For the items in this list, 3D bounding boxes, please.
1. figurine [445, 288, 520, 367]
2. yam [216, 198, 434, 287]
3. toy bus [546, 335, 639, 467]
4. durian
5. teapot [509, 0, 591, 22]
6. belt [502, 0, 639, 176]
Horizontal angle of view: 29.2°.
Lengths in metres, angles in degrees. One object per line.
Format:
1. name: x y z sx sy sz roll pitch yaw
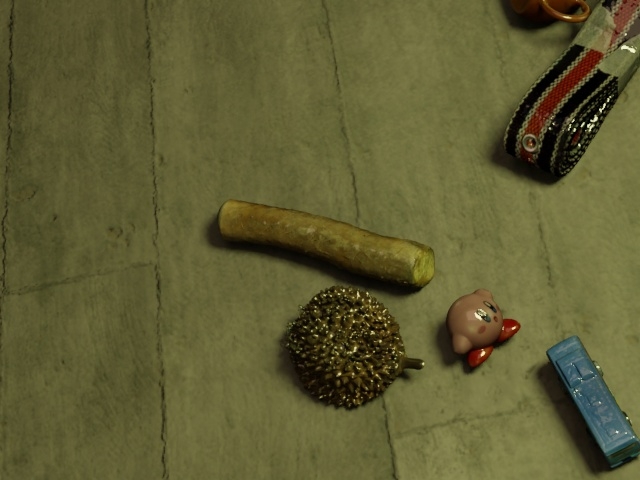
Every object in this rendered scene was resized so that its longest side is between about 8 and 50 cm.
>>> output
1. figurine: 0.181 0.100 1.453 0.083 0.071 0.067 -46 17 -22
2. yam: 0.000 0.000 1.568 0.299 0.066 0.066 15 65 24
3. toy bus: 0.305 0.176 1.376 0.051 0.061 0.153 -28 58 5
4. durian: 0.036 0.118 1.469 0.188 0.091 0.148 18 67 22
5. teapot: 0.319 -0.347 1.660 0.116 0.116 0.173 -20 47 4
6. belt: 0.364 -0.238 1.578 0.094 0.126 0.359 33 79 19
